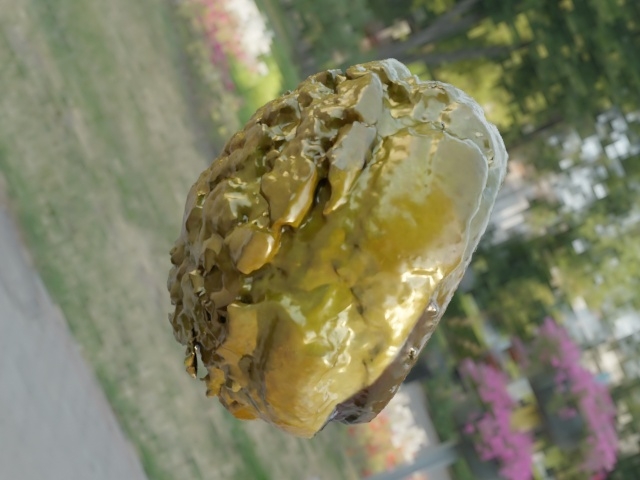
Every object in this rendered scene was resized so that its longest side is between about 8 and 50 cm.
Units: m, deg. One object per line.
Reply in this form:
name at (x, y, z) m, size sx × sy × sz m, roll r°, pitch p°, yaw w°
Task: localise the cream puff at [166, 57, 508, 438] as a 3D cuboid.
cream puff at (0.000, 0.000, 0.787) m, size 0.129 × 0.189 × 0.189 m, roll 31°, pitch 4°, yaw 1°
